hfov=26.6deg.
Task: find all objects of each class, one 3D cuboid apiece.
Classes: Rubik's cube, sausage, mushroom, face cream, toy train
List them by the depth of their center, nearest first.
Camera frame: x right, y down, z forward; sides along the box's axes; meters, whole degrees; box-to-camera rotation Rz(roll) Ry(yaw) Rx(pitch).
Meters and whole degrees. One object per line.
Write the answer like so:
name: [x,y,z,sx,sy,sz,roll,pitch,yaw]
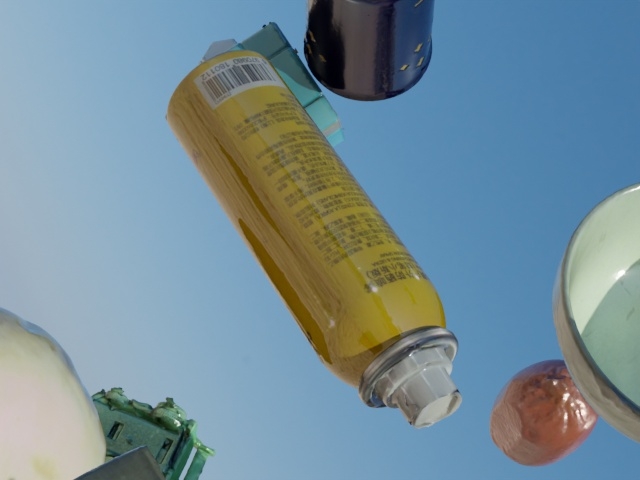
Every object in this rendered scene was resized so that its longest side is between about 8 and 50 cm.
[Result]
face cream: [0.000,0.000,1.062,0.349,0.105,0.105,55,-16,30]
mushroom: [-0.383,0.240,1.281,0.325,0.353,0.353,65,-13,9]
toy train: [-0.203,0.230,1.541,0.149,0.099,0.081,15,-28,15]
Rubik's cube: [-0.105,-0.183,1.971,0.265,0.213,0.224,57,0,10]
sausage: [0.325,0.255,1.980,0.148,0.148,0.254,59,-21,20]

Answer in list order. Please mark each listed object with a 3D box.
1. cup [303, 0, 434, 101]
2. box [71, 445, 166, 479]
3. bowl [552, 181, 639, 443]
cup: [0.052,-0.353,1.782,0.256,0.178,0.255,89,-19,-67]
box: [-0.091,0.241,0.609,0.231,0.149,0.155,52,-29,24]
bowl: [0.386,0.097,1.426,0.307,0.307,0.163,58,-18,22]
